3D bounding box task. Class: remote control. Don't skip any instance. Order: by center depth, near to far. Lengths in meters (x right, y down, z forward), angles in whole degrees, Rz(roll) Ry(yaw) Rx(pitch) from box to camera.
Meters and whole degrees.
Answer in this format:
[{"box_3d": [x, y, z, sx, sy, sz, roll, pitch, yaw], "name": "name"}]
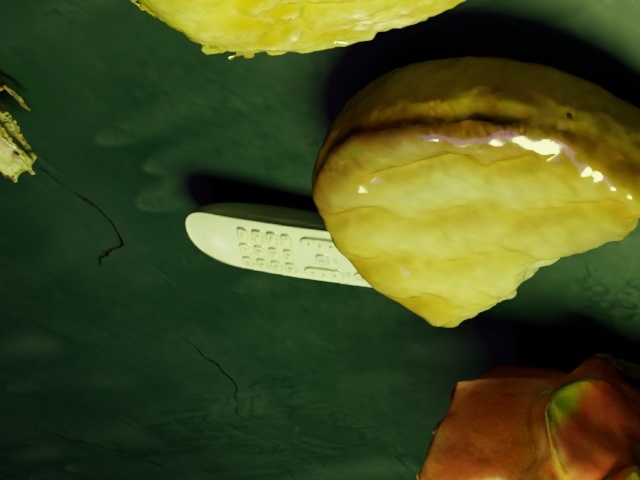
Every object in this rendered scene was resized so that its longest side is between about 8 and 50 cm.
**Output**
[{"box_3d": [0.000, 0.000, 1.106, 0.229, 0.044, 0.073, 6, 143, 11], "name": "remote control"}]

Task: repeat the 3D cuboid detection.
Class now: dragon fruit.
[{"box_3d": [0.228, 0.242, 1.083, 0.225, 0.305, 0.305, 0, 141, 29], "name": "dragon fruit"}]

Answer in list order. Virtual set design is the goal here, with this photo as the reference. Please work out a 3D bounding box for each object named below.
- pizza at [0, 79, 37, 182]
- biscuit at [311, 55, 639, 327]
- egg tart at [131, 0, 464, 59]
[{"box_3d": [-0.336, -0.132, 1.112, 0.226, 0.069, 0.147, 8, 123, 18], "name": "pizza"}, {"box_3d": [0.108, -0.041, 0.927, 0.213, 0.091, 0.274, 35, 149, -20], "name": "biscuit"}, {"box_3d": [0.007, -0.175, 0.608, 0.341, 0.132, 0.341, -15, 170, -3], "name": "egg tart"}]
